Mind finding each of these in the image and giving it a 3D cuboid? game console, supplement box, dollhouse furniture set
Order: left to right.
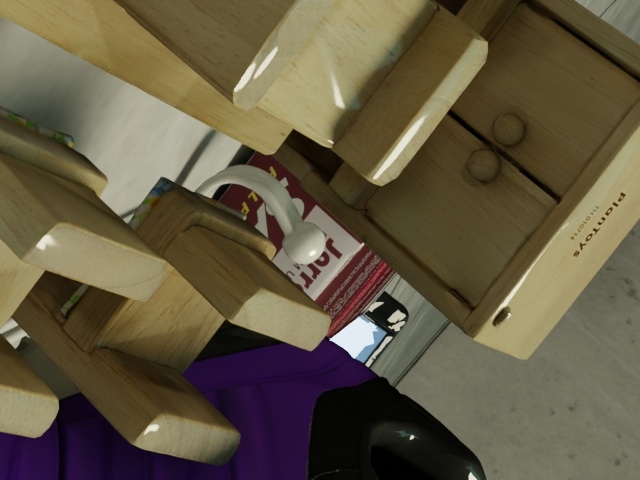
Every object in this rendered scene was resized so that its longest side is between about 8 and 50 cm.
[{"bbox_3d":[-0.016,-0.071,0.430,0.212,0.161,0.242,-53,149,8],"label":"dollhouse furniture set"},{"bbox_3d":[0.000,0.000,0.863,0.130,0.073,0.239,-52,173,20],"label":"supplement box"},{"bbox_3d":[0.007,0.084,1.284,0.122,0.107,0.071,-51,-160,3],"label":"game console"}]

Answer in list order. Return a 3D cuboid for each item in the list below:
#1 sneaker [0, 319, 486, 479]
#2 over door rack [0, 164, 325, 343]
[{"bbox_3d":[-0.049,0.098,0.414,0.293,0.146,0.102,-29,136,-51],"label":"sneaker"},{"bbox_3d":[-0.129,0.135,0.651,0.324,0.108,0.239,-55,170,26],"label":"over door rack"}]
